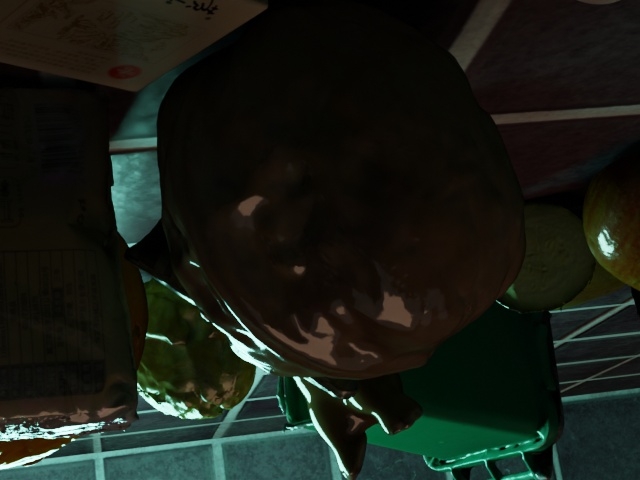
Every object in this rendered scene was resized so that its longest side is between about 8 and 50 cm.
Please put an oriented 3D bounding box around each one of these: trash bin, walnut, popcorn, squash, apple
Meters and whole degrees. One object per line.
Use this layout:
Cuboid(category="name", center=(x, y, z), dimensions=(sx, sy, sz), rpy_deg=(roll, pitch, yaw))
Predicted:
Cuboid(category="trash bin", center=(0.139, 0.197, 1.648), dimensions=(0.381, 0.295, 0.259), rpy_deg=(13, 154, -39))
Cuboid(category="walnut", center=(0.007, -0.027, 0.807), dimensions=(0.273, 0.273, 0.227), rpy_deg=(-13, -173, 17))
Cuboid(category="popcorn", center=(-0.139, 0.125, 1.413), dimensions=(0.213, 0.198, 0.198), rpy_deg=(-9, 166, -21))
Cuboid(category="squash", center=(0.329, 0.020, 1.397), dimensions=(0.287, 0.137, 0.137), rpy_deg=(2, 162, -42))
Cuboid(category="apple", center=(0.379, -0.025, 1.240), dimensions=(0.195, 0.160, 0.173), rpy_deg=(-7, 144, -27))

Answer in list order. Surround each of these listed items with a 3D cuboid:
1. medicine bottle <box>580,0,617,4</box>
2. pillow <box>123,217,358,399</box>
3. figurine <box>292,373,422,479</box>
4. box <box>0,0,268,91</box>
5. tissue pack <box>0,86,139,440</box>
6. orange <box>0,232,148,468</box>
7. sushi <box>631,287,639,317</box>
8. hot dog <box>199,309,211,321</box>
Cuboid(category="medicine bottle", center=(0.170, -0.199, 0.633), dimensions=(0.119, 0.069, 0.183), rpy_deg=(-10, 166, -3))
Cuboid(category="pillow", center=(-0.043, 0.026, 0.990), dimensions=(0.212, 0.208, 0.052), rpy_deg=(32, 117, -4))
Cuboid(category="figurine", center=(0.047, 0.112, 1.347), dimensions=(0.173, 0.247, 0.177), rpy_deg=(-23, 159, -47))
Cuboid(category="box", center=(-0.149, -0.151, 0.659), dimensions=(0.201, 0.058, 0.141), rpy_deg=(8, 158, -43))
Cuboid(category="tissue pack", center=(-0.241, 0.015, 0.832), dimensions=(0.215, 0.256, 0.123), rpy_deg=(-2, 160, -22))
Cuboid(category="orange", center=(-0.297, 0.082, 1.056), dimensions=(0.284, 0.226, 0.284), rpy_deg=(-27, 157, -13))
Cuboid(category="sushi", center=(0.504, 0.039, 1.558), dimensions=(0.147, 0.115, 0.212), rpy_deg=(-3, 165, -6))
Cuboid(category="hot dog", center=(-0.003, -0.002, 1.170), dimensions=(0.259, 0.114, 0.175), rpy_deg=(-24, 156, 13))
